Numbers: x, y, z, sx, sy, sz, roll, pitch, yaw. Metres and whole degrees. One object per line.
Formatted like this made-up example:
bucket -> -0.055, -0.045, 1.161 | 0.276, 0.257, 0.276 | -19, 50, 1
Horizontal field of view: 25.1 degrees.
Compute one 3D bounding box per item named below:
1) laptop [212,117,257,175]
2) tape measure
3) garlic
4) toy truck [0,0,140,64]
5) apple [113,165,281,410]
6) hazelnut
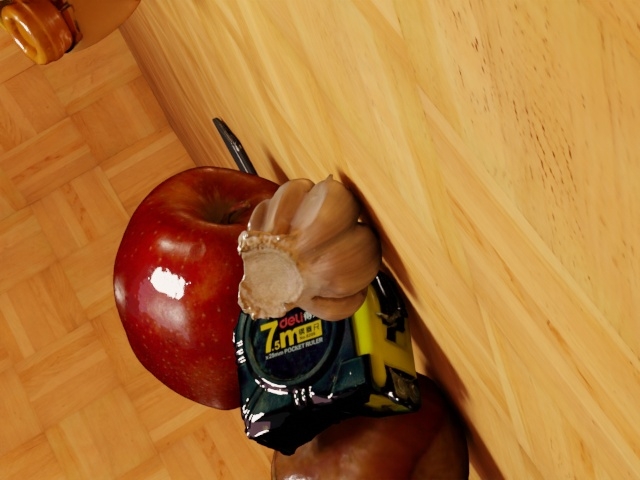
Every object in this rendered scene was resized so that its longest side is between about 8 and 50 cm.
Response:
laptop -> -0.116, -0.109, 2.326 | 0.180, 0.016, 0.129 | 63, 174, -31
tape measure -> 0.008, 0.103, 1.432 | 0.112, 0.199, 0.186 | 27, -130, -53
garlic -> 0.000, 0.000, 1.345 | 0.194, 0.127, 0.131 | -55, -43, -67
toy truck -> -0.314, -0.350, 1.571 | 0.212, 0.204, 0.288 | 30, 153, 42
apple -> -0.127, 0.058, 1.850 | 0.316, 0.288, 0.288 | 91, 154, -43
hazelnut -> 0.051, 0.234, 1.545 | 0.229, 0.229, 0.229 | 59, 175, 8
